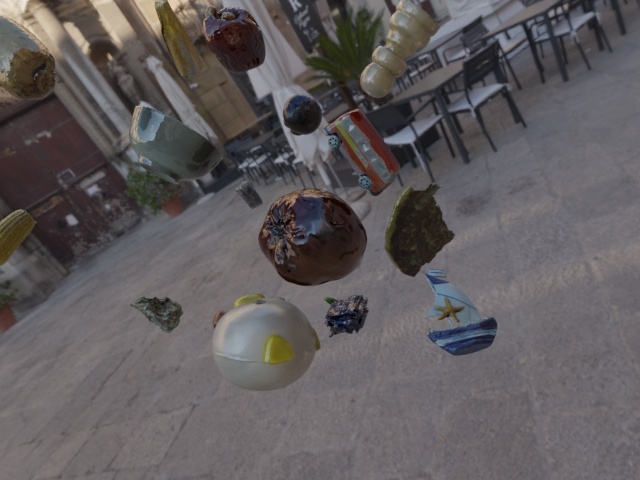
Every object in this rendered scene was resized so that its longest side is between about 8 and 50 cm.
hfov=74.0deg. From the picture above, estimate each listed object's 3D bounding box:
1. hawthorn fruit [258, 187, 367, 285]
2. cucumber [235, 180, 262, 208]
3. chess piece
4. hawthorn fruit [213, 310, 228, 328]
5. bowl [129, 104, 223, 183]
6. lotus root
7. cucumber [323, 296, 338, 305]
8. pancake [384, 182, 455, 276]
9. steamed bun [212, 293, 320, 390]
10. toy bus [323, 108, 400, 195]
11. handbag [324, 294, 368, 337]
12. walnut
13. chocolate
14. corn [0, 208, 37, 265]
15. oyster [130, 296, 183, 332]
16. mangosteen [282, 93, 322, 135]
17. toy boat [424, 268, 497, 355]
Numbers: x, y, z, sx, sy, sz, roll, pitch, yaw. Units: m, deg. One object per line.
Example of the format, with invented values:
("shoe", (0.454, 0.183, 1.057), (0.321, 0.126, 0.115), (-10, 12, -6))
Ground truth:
("hawthorn fruit", (-0.013, 0.000, 1.267), (0.308, 0.325, 0.308), (-38, 32, 30))
("cucumber", (-0.272, -0.173, 1.638), (0.064, 0.111, 0.064), (-36, 13, 10))
("chess piece", (0.218, -0.540, 1.240), (0.260, 0.143, 0.142), (-57, 11, 19))
("hawthorn fruit", (-0.351, 0.293, 1.531), (0.077, 0.077, 0.077), (-29, 19, 11))
("bowl", (-0.458, -0.264, 1.287), (0.289, 0.290, 0.146), (9, 71, 63))
("lotus root", (-0.788, -0.471, 1.083), (0.160, 0.284, 0.146), (-57, -11, 16))
("cucumber", (0.088, 0.293, 1.919), (0.039, 0.168, 0.039), (-50, 25, 33))
("pancake", (0.386, -0.046, 1.715), (0.305, 0.426, 0.067), (-34, 38, -5))
("steamed bun", (-0.184, 0.345, 1.430), (0.334, 0.333, 0.374), (-25, -11, 21))
("toy bus", (0.136, -0.270, 1.291), (0.120, 0.265, 0.121), (-33, 5, 37))
("handbag", (0.109, 0.295, 1.700), (0.162, 0.113, 0.260), (-11, 8, 16))
("walnut", (-0.362, -0.813, 1.736), (0.244, 0.269, 0.221), (21, 67, 21))
("chocolate", (-0.423, -0.598, 1.252), (0.086, 0.219, 0.085), (-5, 54, 6))
("corn", (-0.864, -0.009, 1.173), (0.063, 0.085, 0.165), (-2, 47, 25))
("oyster", (-0.458, 0.209, 1.211), (0.125, 0.177, 0.064), (-13, 52, 29))
("mangosteen", (-0.097, -0.596, 2.052), (0.194, 0.194, 0.231), (-42, 6, -27))
("toy boat", (0.390, 0.201, 1.270), (0.221, 0.066, 0.290), (-8, 45, -11))
